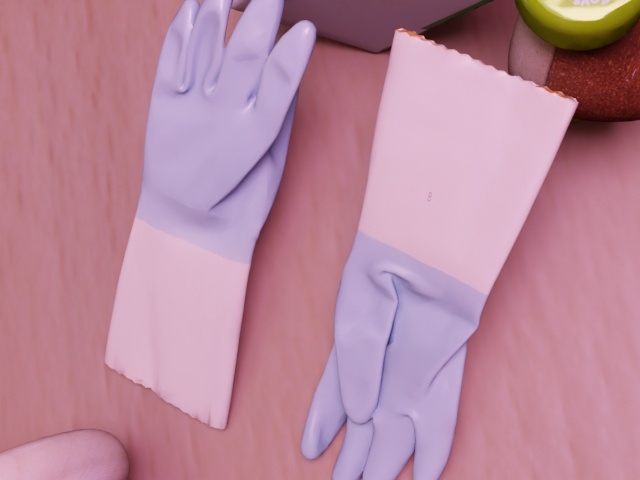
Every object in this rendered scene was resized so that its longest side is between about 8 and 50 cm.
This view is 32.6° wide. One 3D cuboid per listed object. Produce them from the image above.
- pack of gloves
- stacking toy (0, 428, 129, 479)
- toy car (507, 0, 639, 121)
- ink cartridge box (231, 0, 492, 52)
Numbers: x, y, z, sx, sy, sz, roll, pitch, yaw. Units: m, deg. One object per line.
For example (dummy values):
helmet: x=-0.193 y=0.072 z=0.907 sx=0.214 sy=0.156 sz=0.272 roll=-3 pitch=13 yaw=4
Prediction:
pack of gloves: x=0.000 y=0.000 z=0.522 sx=0.195 sy=0.046 sz=0.232 roll=26 pitch=118 yaw=20
stacking toy: x=-0.093 y=0.260 z=0.494 sx=0.141 sy=0.141 sz=0.330 roll=-30 pitch=77 yaw=13
toy car: x=0.183 y=-0.099 z=0.446 sx=0.188 sy=0.155 sz=0.149 roll=22 pitch=89 yaw=12
ink cartridge box: x=0.038 y=-0.208 z=0.504 sx=0.087 sy=0.153 sz=0.208 roll=14 pitch=85 yaw=-19
